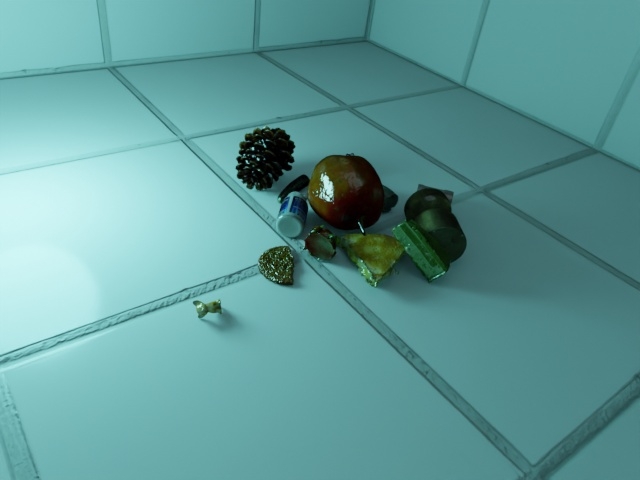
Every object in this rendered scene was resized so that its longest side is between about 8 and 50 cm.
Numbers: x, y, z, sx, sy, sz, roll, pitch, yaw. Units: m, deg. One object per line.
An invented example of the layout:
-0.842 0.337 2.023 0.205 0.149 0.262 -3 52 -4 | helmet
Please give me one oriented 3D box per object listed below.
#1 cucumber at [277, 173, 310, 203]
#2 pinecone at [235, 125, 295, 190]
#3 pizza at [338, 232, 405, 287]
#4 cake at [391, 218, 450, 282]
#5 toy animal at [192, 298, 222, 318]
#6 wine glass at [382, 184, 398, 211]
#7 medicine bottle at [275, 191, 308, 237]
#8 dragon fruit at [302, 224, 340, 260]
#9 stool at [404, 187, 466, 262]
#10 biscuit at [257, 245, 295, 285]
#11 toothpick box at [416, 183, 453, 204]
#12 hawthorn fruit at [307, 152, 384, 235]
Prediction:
-0.118 -0.208 2.209 0.058 0.052 0.214 49 44 -5 | cucumber
-0.233 -0.327 2.206 0.247 0.246 0.292 14 56 8 | pinecone
0.180 0.074 1.871 0.280 0.075 0.287 8 37 7 | pizza
0.353 0.018 1.859 0.235 0.100 0.099 51 34 -5 | cake
-0.340 0.201 1.605 0.083 0.060 0.081 -7 14 -15 | toy animal
0.130 -0.183 2.238 0.264 0.096 0.309 -37 53 -15 | wine glass
-0.103 -0.104 2.019 0.107 0.107 0.191 9 36 1 | medicine bottle
0.000 0.000 1.878 0.142 0.138 0.175 -10 22 13 | dragon fruit
0.424 -0.053 1.995 0.179 0.179 0.264 3 37 -7 | stool
-0.152 0.080 1.829 0.126 0.025 0.206 1 36 -9 | biscuit
0.473 -0.175 2.235 0.149 0.098 0.098 15 37 9 | toothpick box
0.106 -0.150 1.998 0.285 0.284 0.368 -8 50 -21 | hawthorn fruit
